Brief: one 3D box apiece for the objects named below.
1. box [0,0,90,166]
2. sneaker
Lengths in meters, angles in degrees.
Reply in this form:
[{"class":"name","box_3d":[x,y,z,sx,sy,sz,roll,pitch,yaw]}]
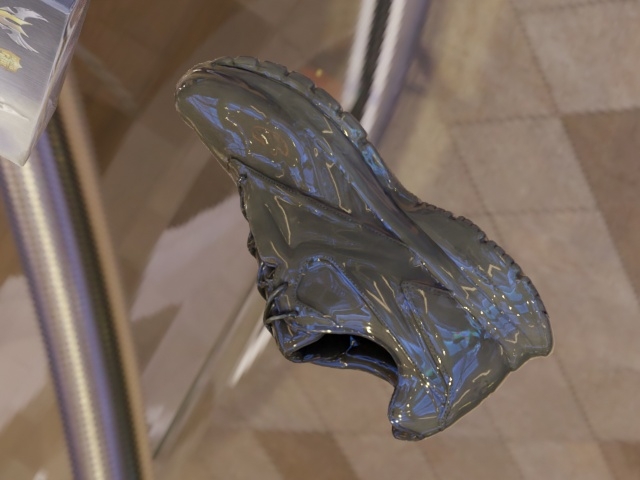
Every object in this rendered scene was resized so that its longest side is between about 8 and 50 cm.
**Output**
[{"class":"box","box_3d":[-0.238,-0.148,0.993,0.183,0.056,0.231,28,155,-6]},{"class":"sneaker","box_3d":[0.000,0.000,0.962,0.286,0.130,0.109,42,170,24]}]
